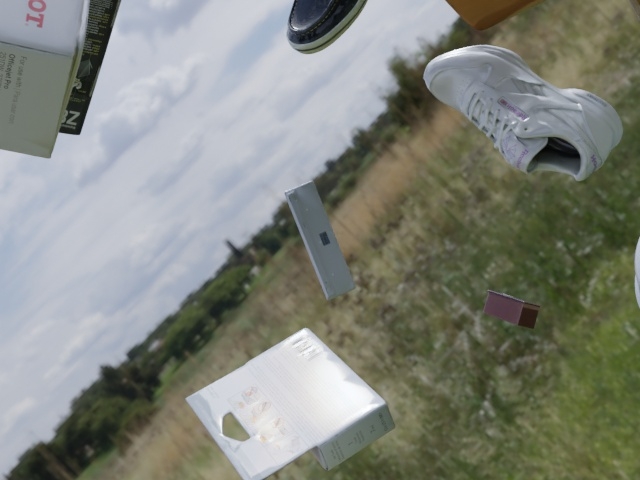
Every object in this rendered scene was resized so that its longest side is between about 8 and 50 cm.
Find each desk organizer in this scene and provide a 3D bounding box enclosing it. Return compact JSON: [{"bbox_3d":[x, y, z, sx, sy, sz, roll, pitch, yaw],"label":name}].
[{"bbox_3d":[0.393,0.142,2.124,0.130,0.047,0.050,19,94,64],"label":"desk organizer"}]

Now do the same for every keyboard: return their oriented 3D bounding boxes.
[{"bbox_3d":[0.000,0.000,2.239,0.072,0.256,0.014,-24,5,-23],"label":"keyboard"}]

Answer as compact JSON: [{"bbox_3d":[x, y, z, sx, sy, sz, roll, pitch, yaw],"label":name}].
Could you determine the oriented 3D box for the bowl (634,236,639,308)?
[{"bbox_3d":[0.607,0.010,1.582,0.297,0.134,0.298,-23,42,23],"label":"bowl"}]

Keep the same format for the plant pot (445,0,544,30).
[{"bbox_3d":[0.228,-0.410,1.328,0.203,0.291,0.291,-38,3,21],"label":"plant pot"}]

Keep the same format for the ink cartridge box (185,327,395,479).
[{"bbox_3d":[-0.053,0.269,1.611,0.238,0.060,0.275,-30,32,-14],"label":"ink cartridge box"}]

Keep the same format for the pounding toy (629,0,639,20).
[{"bbox_3d":[0.487,-0.368,1.480,0.130,0.141,0.100,-29,9,23],"label":"pounding toy"}]

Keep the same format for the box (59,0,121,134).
[{"bbox_3d":[-0.502,-0.338,1.509,0.394,0.097,0.318,5,-67,-37],"label":"box"}]

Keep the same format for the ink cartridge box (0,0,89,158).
[{"bbox_3d":[-0.449,-0.271,1.079,0.166,0.394,0.286,119,155,-46],"label":"ink cartridge box"}]

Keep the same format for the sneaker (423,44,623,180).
[{"bbox_3d":[0.282,-0.186,1.502,0.152,0.305,0.114,-53,-20,-36],"label":"sneaker"}]

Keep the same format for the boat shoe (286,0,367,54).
[{"bbox_3d":[0.047,-0.626,2.133,0.156,0.186,0.500,26,-87,-46],"label":"boat shoe"}]
